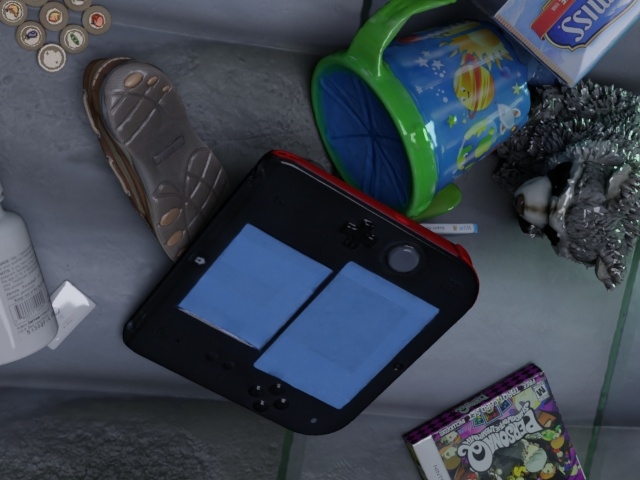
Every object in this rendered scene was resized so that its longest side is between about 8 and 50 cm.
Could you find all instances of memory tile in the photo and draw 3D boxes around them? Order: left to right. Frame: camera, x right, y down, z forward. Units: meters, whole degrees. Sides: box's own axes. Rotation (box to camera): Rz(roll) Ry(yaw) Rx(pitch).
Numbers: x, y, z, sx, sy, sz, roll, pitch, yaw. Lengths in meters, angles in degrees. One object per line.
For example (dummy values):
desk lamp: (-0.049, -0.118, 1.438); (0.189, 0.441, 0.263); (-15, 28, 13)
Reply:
memory tile: (-0.339, -0.291, 1.509); (0.113, 0.012, 0.148); (-40, 112, -5)

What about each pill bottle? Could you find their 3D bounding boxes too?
pill bottle: (-0.414, 0.028, 1.502); (0.131, 0.131, 0.229); (-18, 109, -13)

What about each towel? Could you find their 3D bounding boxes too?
towel: (0.290, -0.256, 1.713); (0.119, 0.029, 0.067); (25, 96, -23)

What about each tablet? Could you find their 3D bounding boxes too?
tablet: (-0.342, 0.098, 1.611); (0.083, 0.006, 0.054); (-47, 112, -2)

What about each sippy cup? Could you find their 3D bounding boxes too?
sippy cup: (0.142, -0.175, 1.592); (0.224, 0.305, 0.240); (-29, 82, -21)

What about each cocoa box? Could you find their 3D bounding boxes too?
cocoa box: (0.344, -0.388, 1.506); (0.228, 0.231, 0.347); (43, 104, 2)

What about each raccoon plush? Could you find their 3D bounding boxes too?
raccoon plush: (0.445, -0.108, 1.640); (0.446, 0.299, 0.216); (-24, 119, -11)

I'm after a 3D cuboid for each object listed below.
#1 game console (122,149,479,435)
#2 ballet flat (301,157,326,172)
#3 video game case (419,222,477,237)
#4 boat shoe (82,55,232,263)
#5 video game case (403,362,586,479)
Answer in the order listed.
game console: (-0.024, 0.087, 1.590); (0.342, 0.060, 0.386); (27, 125, -23)
ballet flat: (0.000, 0.000, 1.676); (0.084, 0.058, 0.250); (-35, 119, -30)
video game case: (0.110, -0.010, 1.645); (0.166, 0.119, 0.015); (-1, 85, -38)
boat shoe: (-0.205, -0.100, 1.550); (0.123, 0.116, 0.324); (-36, 132, -23)
video game case: (0.265, 0.328, 1.847); (0.232, 0.042, 0.210); (-27, 112, -10)
